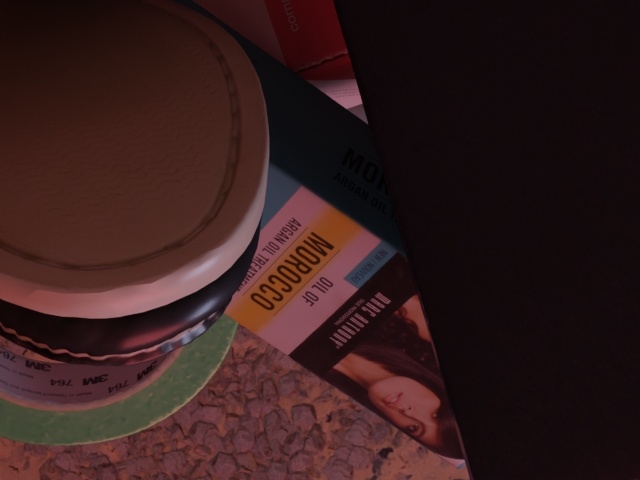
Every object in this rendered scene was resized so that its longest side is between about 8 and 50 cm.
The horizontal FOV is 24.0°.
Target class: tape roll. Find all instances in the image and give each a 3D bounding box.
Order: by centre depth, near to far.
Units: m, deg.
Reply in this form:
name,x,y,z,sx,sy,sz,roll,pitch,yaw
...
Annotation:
name,x,y,z,sx,sy,sz,roll,pitch,yaw
tape roll,-0.232,0.035,1.371,0.321,0.321,0.077,-15,-152,1

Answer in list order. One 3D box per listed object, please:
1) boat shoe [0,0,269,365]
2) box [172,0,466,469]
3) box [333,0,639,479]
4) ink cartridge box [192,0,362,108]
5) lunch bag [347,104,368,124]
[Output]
name,x,y,z,sx,sy,sz,roll,pitch,yaw
boat shoe,-0.108,-0.026,0.538,0.127,0.113,0.340,-21,-148,-24
box,0.000,0.000,0.682,0.100,0.244,0.060,-46,-166,44
box,0.191,-0.092,0.634,0.212,0.293,0.395,-16,180,29
ink cartridge box,-0.036,-0.120,0.790,0.283,0.117,0.207,-16,180,34
lunch bag,0.073,-0.122,1.272,0.223,0.160,0.262,-23,-156,28
